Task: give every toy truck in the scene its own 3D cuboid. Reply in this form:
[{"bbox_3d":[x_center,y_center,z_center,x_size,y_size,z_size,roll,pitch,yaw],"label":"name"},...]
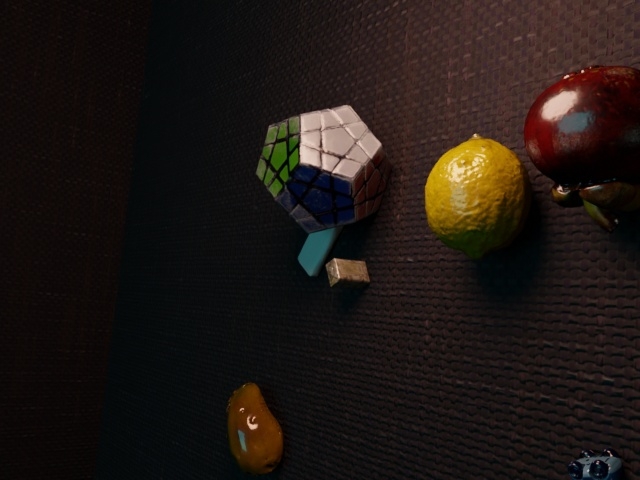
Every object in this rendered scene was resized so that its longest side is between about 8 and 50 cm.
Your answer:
[{"bbox_3d":[0.417,0.377,0.975,0.136,0.063,0.074,-26,82,50],"label":"toy truck"}]

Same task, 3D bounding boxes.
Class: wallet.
[{"bbox_3d":[0.000,0.000,1.609,0.095,0.033,0.190,50,121,43],"label":"wallet"}]

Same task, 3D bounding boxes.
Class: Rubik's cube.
[{"bbox_3d":[0.010,-0.169,1.444,0.319,0.319,0.264,-46,22,36],"label":"Rubik's cube"}]

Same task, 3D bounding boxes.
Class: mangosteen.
[{"bbox_3d":[0.436,-0.139,0.957,0.215,0.215,0.258,-10,95,51],"label":"mangosteen"}]

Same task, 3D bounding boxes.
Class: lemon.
[{"bbox_3d":[0.288,-0.079,1.130,0.192,0.192,0.231,-2,86,52],"label":"lemon"}]

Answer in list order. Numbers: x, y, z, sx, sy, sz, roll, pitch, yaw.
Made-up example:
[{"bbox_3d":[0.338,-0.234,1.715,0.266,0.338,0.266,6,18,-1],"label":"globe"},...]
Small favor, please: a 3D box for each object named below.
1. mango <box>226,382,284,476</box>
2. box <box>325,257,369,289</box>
[{"bbox_3d":[-0.180,0.504,1.655,0.156,0.151,0.249,-23,52,12],"label":"mango"},{"bbox_3d":[0.065,0.079,1.455,0.045,0.098,0.062,-43,48,45],"label":"box"}]
